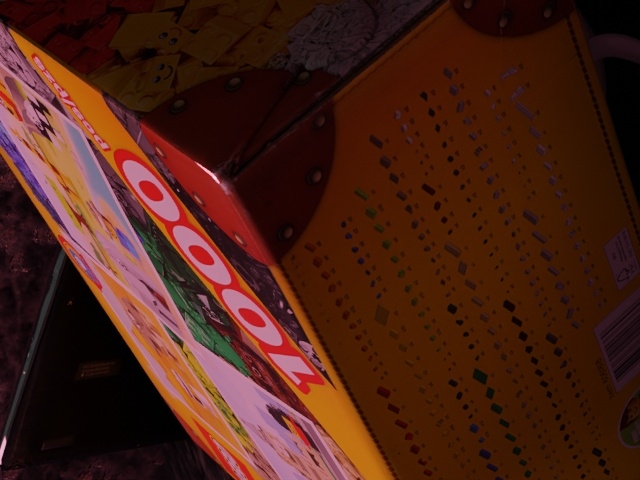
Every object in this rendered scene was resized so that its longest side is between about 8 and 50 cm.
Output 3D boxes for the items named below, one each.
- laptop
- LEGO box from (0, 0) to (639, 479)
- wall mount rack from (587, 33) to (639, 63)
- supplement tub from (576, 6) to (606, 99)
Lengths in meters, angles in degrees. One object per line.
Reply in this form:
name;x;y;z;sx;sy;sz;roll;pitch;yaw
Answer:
laptop;-0.115;-0.079;1.346;0.236;0.382;0.408;31;110;33
LEGO box;0.000;0.000;1.007;0.372;0.193;0.500;35;160;44
wall mount rack;0.210;-0.117;0.812;0.304;0.130;0.350;28;141;42
supplement tub;0.088;-0.097;1.187;0.144;0.144;0.200;70;163;-4
